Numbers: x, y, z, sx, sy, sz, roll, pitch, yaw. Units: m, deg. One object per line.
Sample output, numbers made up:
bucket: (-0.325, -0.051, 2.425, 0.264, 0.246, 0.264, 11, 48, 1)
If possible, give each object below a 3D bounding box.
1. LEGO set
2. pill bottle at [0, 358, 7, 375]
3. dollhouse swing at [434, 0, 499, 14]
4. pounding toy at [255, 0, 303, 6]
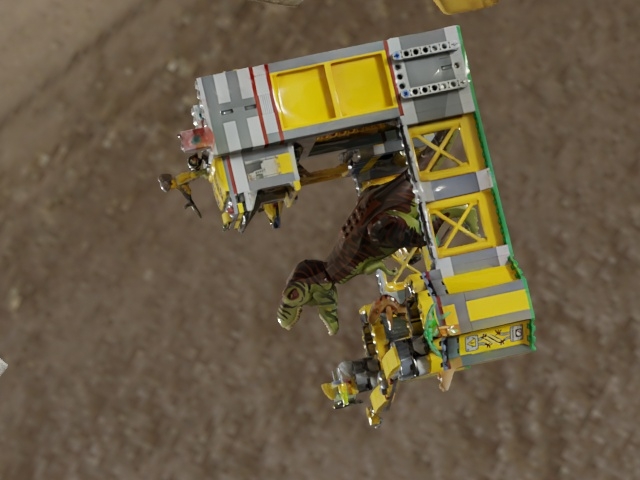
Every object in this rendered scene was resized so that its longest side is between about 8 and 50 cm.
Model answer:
LEGO set: (0.000, 0.000, 1.218, 0.331, 0.192, 0.255, -173, 71, -83)
pill bottle: (-0.340, 0.142, 1.638, 0.137, 0.078, 0.078, -52, 32, -8)
dollhouse swing: (0.137, -0.422, 1.661, 0.347, 0.305, 0.315, -36, 80, 5)
pounding toy: (-0.019, -0.193, 0.935, 0.141, 0.100, 0.130, 49, 111, 17)
